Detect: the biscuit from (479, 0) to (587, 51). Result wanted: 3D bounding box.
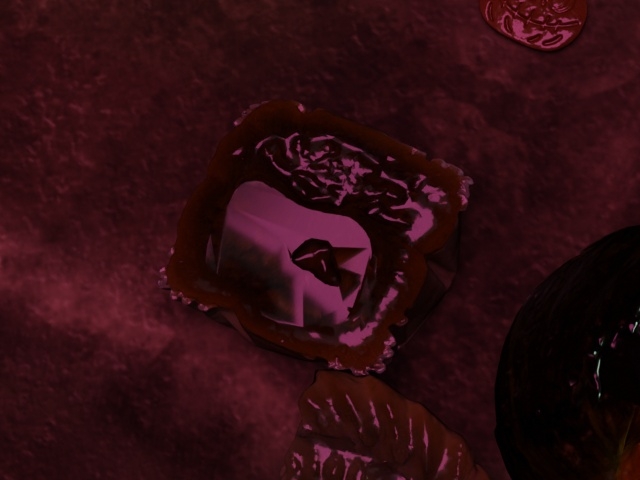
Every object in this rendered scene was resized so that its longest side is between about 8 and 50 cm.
[{"bbox_3d":[0.176,-0.197,1.329,0.091,0.015,0.078,25,83,15],"label":"biscuit"}]

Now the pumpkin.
[{"bbox_3d":[0.270,0.114,1.096,0.321,0.320,0.192,8,58,12],"label":"pumpkin"}]

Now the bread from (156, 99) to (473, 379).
[{"bbox_3d":[-0.002,-0.001,1.268,0.210,0.110,0.192,25,84,15],"label":"bread"}]

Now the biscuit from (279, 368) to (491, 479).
[{"bbox_3d":[0.047,0.239,1.200,0.187,0.036,0.273,10,99,11],"label":"biscuit"}]
